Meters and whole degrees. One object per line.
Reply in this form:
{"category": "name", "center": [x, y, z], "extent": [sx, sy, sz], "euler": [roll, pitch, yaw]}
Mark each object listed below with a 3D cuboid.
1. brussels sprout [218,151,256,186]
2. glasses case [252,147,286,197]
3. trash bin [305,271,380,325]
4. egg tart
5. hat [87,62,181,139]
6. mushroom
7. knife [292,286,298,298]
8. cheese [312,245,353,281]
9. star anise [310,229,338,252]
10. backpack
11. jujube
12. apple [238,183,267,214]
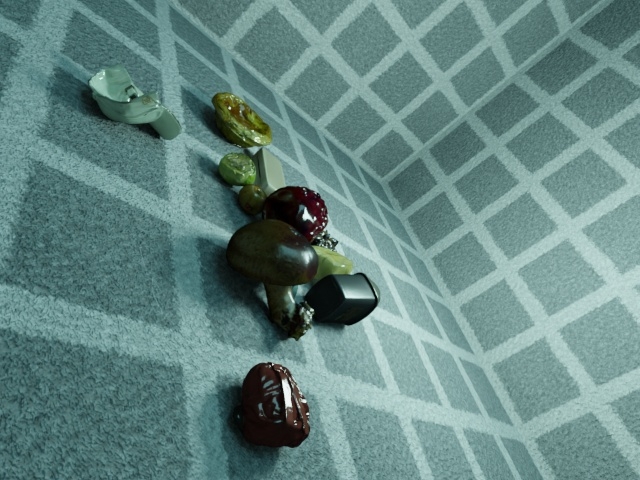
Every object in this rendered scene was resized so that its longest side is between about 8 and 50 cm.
{"category": "brussels sprout", "center": [-0.346, -0.281, 1.849], "extent": [0.149, 0.122, 0.151], "euler": [0, 39, -19]}
{"category": "glasses case", "center": [-0.245, -0.310, 2.160], "extent": [0.144, 0.076, 0.336], "euler": [37, 25, -35]}
{"category": "trash bin", "center": [0.097, 0.233, 1.795], "extent": [0.290, 0.209, 0.182], "euler": [12, 45, -51]}
{"category": "egg tart", "center": [-0.394, -0.564, 2.179], "extent": [0.352, 0.150, 0.352], "euler": [36, 26, -21]}
{"category": "hat", "center": [-0.634, -0.442, 1.539], "extent": [0.258, 0.168, 0.301], "euler": [40, -11, 29]}
{"category": "mushroom", "center": [-0.153, 0.106, 1.516], "extent": [0.334, 0.356, 0.331], "euler": [13, 25, 7]}
{"category": "knife", "center": [-0.107, 0.214, 1.664], "extent": [0.028, 0.015, 0.210], "euler": [52, 20, -17]}
{"category": "cheese", "center": [0.023, 0.099, 1.929], "extent": [0.214, 0.117, 0.226], "euler": [32, 16, 26]}
{"category": "star anise", "center": [0.001, 0.000, 2.122], "extent": [0.223, 0.109, 0.236], "euler": [49, 22, 6]}
{"category": "backpack", "center": [-0.115, 0.411, 1.144], "extent": [0.229, 0.139, 0.229], "euler": [43, 23, -23]}
{"category": "jujube", "center": [-0.102, -0.102, 1.880], "extent": [0.258, 0.258, 0.377], "euler": [52, 14, 2]}
{"category": "apple", "center": [-0.275, -0.169, 1.831], "extent": [0.126, 0.102, 0.126], "euler": [42, 24, -23]}
